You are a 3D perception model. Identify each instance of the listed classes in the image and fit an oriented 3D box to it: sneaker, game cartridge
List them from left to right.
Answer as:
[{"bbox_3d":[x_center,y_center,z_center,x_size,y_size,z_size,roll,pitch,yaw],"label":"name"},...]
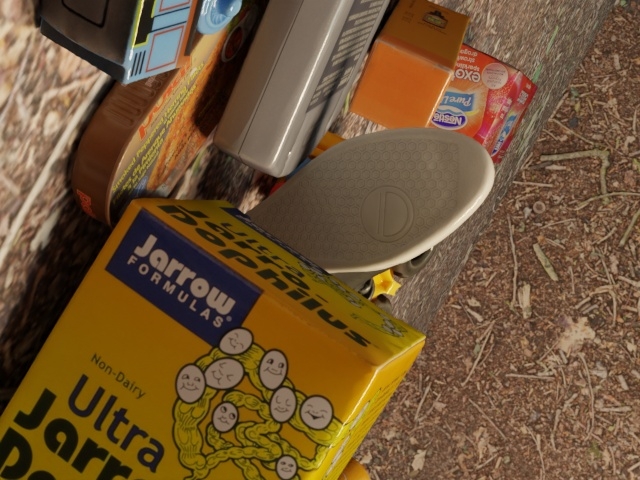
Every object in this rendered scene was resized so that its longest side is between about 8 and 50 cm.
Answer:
[{"bbox_3d":[-0.001,-0.151,0.893,0.198,0.062,0.297,-61,178,16],"label":"game cartridge"},{"bbox_3d":[0.028,-0.004,0.964,0.295,0.104,0.147,-28,164,26],"label":"sneaker"}]

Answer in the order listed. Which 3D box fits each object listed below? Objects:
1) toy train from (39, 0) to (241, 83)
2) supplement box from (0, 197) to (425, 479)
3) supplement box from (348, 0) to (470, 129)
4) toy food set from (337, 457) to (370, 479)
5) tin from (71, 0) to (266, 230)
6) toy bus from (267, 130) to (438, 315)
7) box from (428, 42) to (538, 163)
[{"bbox_3d":[-0.076,-0.171,0.590,0.105,0.080,0.184,-34,151,-53],"label":"toy train"},{"bbox_3d":[-0.111,0.169,0.822,0.356,0.194,0.195,-58,170,8],"label":"supplement box"},{"bbox_3d":[0.090,-0.176,1.135,0.233,0.078,0.080,-64,177,-63],"label":"supplement box"},{"bbox_3d":[-0.076,0.167,1.040,0.104,0.232,0.111,-38,178,-32],"label":"toy food set"},{"bbox_3d":[-0.097,-0.093,0.765,0.190,0.040,0.106,-58,171,-19],"label":"tin"},{"bbox_3d":[0.000,0.000,1.144,0.220,0.149,0.211,-60,155,2],"label":"toy bus"},{"bbox_3d":[0.187,-0.179,1.501,0.123,0.128,0.257,-64,168,10],"label":"box"}]
